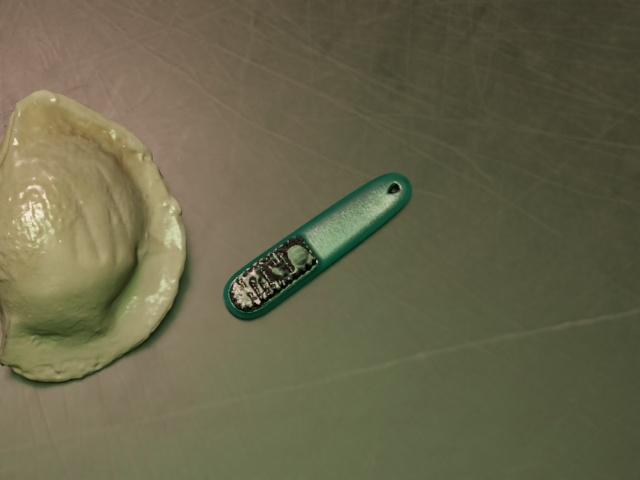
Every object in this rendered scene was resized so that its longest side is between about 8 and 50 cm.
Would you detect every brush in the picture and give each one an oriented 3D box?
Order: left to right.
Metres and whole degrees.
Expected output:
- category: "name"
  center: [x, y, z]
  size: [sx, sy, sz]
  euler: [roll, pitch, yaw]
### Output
- category: "brush"
  center: [0.000, 0.000, 1.188]
  size: [0.193, 0.032, 0.043]
  euler: [-36, 82, -11]

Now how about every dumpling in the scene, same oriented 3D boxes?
- category: "dumpling"
  center: [-0.192, -0.005, 1.130]
  size: [0.166, 0.126, 0.216]
  euler: [-1, 73, -22]
